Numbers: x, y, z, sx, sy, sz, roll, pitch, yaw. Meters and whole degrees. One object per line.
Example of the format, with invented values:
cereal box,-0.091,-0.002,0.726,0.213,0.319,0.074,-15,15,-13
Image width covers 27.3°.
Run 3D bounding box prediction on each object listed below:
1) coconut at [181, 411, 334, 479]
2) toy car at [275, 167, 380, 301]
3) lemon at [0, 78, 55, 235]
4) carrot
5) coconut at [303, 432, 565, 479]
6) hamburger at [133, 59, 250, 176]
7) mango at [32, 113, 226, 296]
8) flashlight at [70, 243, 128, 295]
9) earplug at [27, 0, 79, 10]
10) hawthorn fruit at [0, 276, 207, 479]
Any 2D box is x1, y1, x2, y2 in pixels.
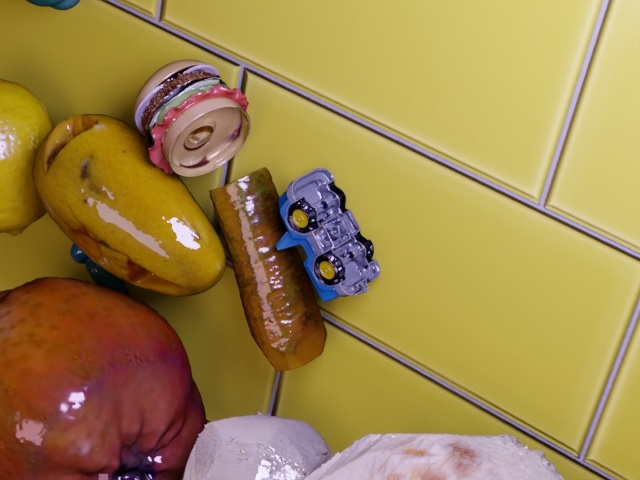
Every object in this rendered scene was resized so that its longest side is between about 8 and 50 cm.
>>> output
coconut,-0.108,0.388,2.071,0.247,0.245,0.245,6,114,26
toy car,0.000,0.000,1.901,0.100,0.097,0.191,-23,95,42
lemon,-0.538,-0.135,2.161,0.233,0.233,0.288,13,126,32
carrot,-0.079,0.044,1.972,0.114,0.114,0.302,-11,101,40
coconut,0.147,0.431,1.783,0.415,0.415,0.345,-20,96,41
hamburger,-0.197,-0.186,1.927,0.137,0.175,0.175,49,132,24
mango,-0.285,-0.049,2.020,0.365,0.182,0.253,34,156,20
flashlight,-0.374,0.048,2.239,0.129,0.051,0.051,49,131,4
earplug,-0.400,-0.487,1.970,0.257,0.164,0.280,-18,115,4
hawthorn fruit,-0.431,0.273,2.139,0.471,0.472,0.472,16,119,31
